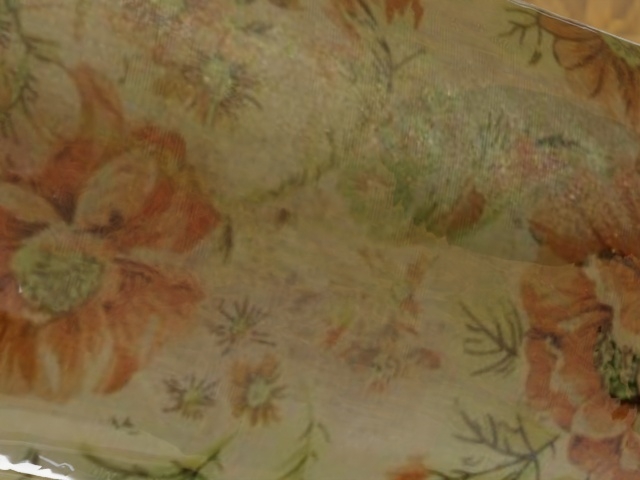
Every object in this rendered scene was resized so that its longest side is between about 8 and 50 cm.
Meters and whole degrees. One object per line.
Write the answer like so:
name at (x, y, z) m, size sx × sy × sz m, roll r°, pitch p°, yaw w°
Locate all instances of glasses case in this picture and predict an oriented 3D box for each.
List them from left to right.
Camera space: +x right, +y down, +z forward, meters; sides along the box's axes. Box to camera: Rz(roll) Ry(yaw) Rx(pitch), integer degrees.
glasses case at (0.000, 0.000, 0.497) m, size 0.098 × 0.425 × 0.156 m, roll 8°, pitch 84°, yaw 59°
